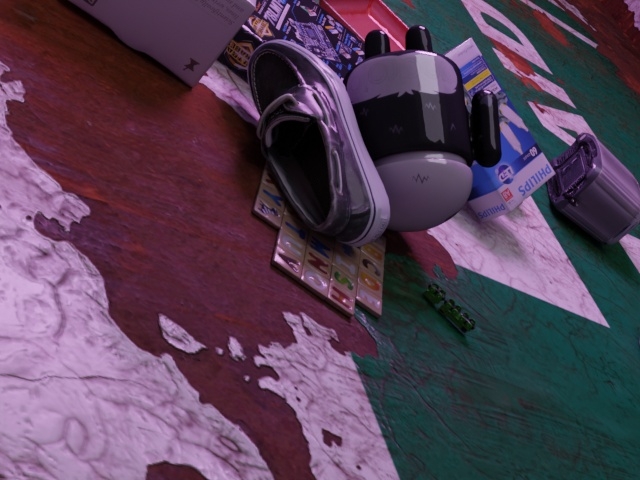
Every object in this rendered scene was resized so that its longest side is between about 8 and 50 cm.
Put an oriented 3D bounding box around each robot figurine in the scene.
[{"bbox_3d":[0.118,-0.149,1.630,0.173,0.209,0.278,13,65,-45],"label":"robot figurine"}]

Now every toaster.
[{"bbox_3d":[0.514,-0.091,2.218,0.146,0.129,0.227,37,24,-14],"label":"toaster"}]

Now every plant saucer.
[{"bbox_3d":[0.123,-0.344,2.155,0.259,0.048,0.258,47,26,9],"label":"plant saucer"}]

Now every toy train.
[{"bbox_3d":[0.169,0.090,1.564,0.083,0.024,0.017,45,38,6],"label":"toy train"}]

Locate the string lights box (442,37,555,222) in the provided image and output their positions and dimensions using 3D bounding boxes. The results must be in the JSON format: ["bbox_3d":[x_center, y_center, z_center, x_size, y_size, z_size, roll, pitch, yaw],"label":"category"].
[{"bbox_3d":[0.248,-0.175,1.894,0.133,0.076,0.260,-38,97,-34],"label":"string lights box"}]

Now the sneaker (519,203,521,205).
[{"bbox_3d":[0.336,-0.111,2.079,0.084,0.069,0.185,50,31,-3],"label":"sneaker"}]

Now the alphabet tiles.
[{"bbox_3d":[0.000,0.000,1.485,0.198,0.009,0.237,35,26,-14],"label":"alphabet tiles"}]

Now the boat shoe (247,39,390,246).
[{"bbox_3d":[-0.020,-0.142,1.527,0.119,0.121,0.335,15,38,-51],"label":"boat shoe"}]

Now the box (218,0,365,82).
[{"bbox_3d":[-0.010,-0.273,1.827,0.293,0.073,0.295,35,27,-12],"label":"box"}]

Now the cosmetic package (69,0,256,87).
[{"bbox_3d":[-0.206,-0.402,1.655,0.217,0.156,0.385,33,26,-22],"label":"cosmetic package"}]
